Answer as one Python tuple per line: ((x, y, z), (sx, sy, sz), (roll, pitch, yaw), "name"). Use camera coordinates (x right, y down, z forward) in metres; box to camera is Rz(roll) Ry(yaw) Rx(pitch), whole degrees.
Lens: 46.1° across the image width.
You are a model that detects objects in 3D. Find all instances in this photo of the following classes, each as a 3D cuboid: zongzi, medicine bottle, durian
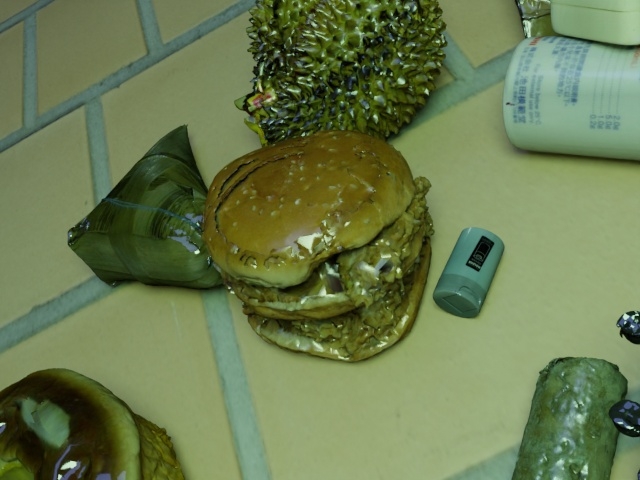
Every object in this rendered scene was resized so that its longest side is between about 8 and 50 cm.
((-0.169, -0.061, 1.007), (0.251, 0.125, 0.274), (6, 52, 34), "zongzi")
((0.368, -0.142, 0.760), (0.341, 0.130, 0.130), (10, 60, 36), "medicine bottle")
((0.033, -0.231, 0.963), (0.258, 0.258, 0.292), (23, 78, 40), "durian")

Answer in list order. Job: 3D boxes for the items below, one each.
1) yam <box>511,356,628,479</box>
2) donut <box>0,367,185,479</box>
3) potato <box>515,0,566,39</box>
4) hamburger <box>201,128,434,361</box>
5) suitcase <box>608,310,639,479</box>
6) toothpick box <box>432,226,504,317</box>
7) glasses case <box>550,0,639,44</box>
((0.202, 0.184, 0.627), (0.078, 0.078, 0.179), (8, 62, 34), "yam")
((-0.293, 0.291, 0.767), (0.330, 0.160, 0.329), (-13, 55, 19), "donut")
((0.297, -0.338, 0.975), (0.100, 0.120, 0.261), (-11, 50, 13), "potato")
((0.009, 0.002, 0.800), (0.245, 0.211, 0.260), (-31, 40, -5), "hamburger")
((0.338, 0.117, 0.518), (0.235, 0.194, 0.143), (-1, 57, 30), "suitcase")
((0.156, 0.033, 0.791), (0.052, 0.052, 0.083), (9, 58, 35), "toothpick box")
((0.405, -0.277, 0.796), (0.313, 0.070, 0.131), (-17, 27, -18), "glasses case")
